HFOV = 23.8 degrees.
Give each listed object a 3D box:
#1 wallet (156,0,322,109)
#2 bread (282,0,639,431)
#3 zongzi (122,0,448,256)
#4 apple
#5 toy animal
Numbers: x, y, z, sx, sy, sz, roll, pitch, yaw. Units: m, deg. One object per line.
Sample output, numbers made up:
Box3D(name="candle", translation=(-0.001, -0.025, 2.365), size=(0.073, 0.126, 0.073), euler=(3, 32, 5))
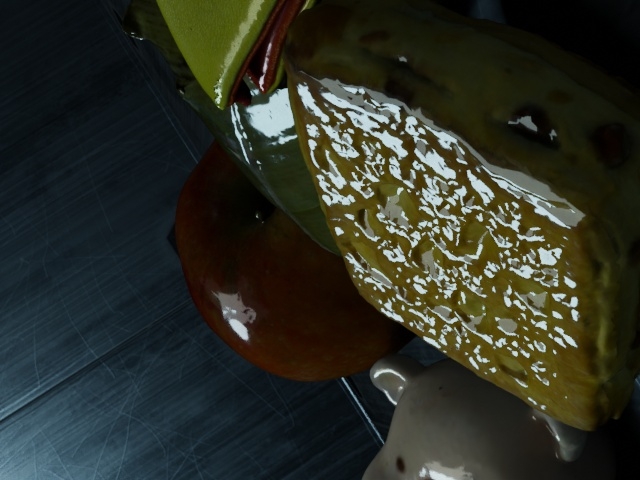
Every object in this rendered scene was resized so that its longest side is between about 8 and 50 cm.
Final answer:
Box3D(name="wallet", translation=(-0.024, -0.195, 0.768), size=(0.141, 0.067, 0.241), euler=(59, 145, 22))
Box3D(name="bread", translation=(0.091, -0.020, 0.792), size=(0.210, 0.099, 0.235), euler=(30, 154, 30))
Box3D(name="zongzi", translation=(0.046, -0.076, 0.942), size=(0.300, 0.145, 0.274), euler=(15, 148, 54))
Box3D(name="apple", translation=(0.000, 0.000, 1.237), size=(0.230, 0.230, 0.230), euler=(56, 173, 10))
Box3D(name="toy animal", translation=(0.159, 0.207, 1.181), size=(0.221, 0.230, 0.210), euler=(11, 175, -41))
